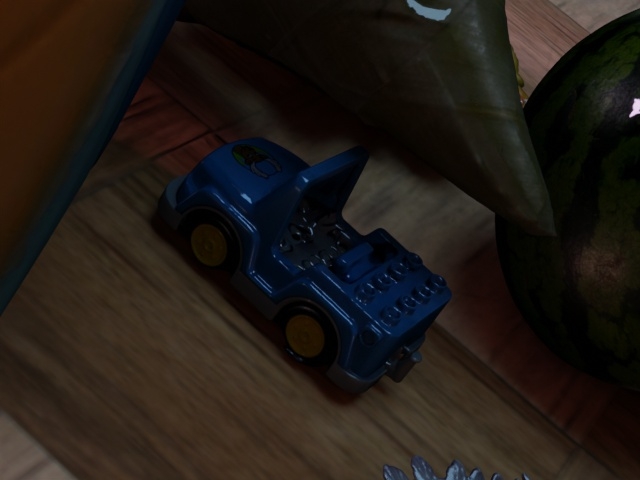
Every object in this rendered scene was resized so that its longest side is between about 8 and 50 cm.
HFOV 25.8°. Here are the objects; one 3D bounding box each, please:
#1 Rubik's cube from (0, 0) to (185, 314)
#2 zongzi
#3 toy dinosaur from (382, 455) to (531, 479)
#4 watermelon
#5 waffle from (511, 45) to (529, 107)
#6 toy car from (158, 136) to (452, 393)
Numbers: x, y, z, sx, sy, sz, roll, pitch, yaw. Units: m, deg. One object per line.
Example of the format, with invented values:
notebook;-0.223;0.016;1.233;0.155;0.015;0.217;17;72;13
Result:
Rubik's cube;-0.225;-0.187;0.670;0.347;0.352;0.351;28;35;-10
zongzi;-0.041;-0.159;0.933;0.174;0.356;0.393;-11;87;-56
toy dinosaur;0.066;0.158;0.776;0.209;0.039;0.082;-6;49;-48
watermelon;0.267;-0.029;0.966;0.285;0.285;0.285;24;33;-17
waffle;0.049;-0.183;1.159;0.302;0.068;0.325;35;30;-12
toy car;0.000;0.000;0.866;0.191;0.100;0.097;42;32;13
